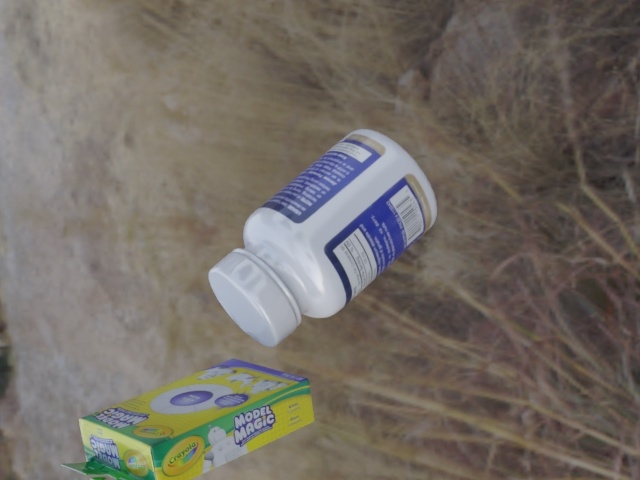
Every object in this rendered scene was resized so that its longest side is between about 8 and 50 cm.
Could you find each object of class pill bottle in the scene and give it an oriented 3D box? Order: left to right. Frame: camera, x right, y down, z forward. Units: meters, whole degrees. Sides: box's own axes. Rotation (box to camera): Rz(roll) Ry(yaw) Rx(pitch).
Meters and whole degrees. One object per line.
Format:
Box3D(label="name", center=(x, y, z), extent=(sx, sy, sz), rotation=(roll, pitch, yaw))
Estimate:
Box3D(label="pill bottle", center=(0.000, 0.000, 0.908), extent=(0.112, 0.187, 0.112), rotation=(40, 156, 22))

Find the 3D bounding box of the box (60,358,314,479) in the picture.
Box3D(label="box", center=(-0.106, 0.145, 0.834), extent=(0.105, 0.179, 0.043), rotation=(7, 111, 47))
